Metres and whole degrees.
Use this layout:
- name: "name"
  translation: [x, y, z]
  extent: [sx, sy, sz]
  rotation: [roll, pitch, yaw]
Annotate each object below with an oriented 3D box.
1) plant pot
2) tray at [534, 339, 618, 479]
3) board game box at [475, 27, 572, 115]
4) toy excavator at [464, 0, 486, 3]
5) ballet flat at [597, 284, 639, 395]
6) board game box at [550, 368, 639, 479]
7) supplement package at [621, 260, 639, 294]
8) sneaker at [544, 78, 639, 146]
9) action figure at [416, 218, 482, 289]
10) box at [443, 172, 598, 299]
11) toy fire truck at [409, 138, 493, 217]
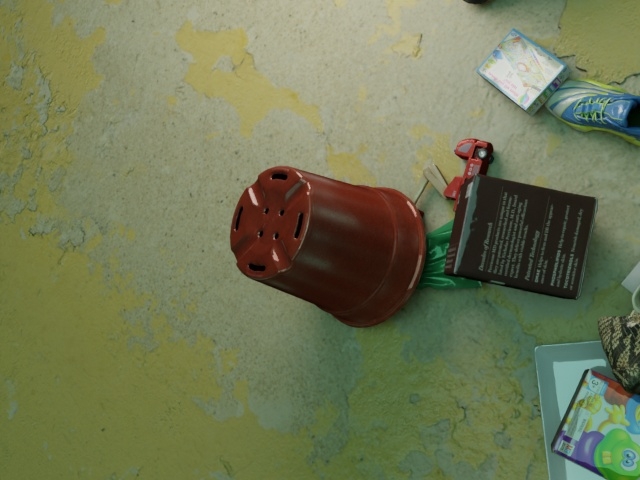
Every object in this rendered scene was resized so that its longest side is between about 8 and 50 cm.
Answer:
- name: "plant pot"
  translation: [0.000, 0.000, 1.473]
  extent: [0.272, 0.265, 0.273]
  rotation: [-17, 65, 41]
- name: "tray"
  translation: [0.446, 0.305, 1.385]
  extent: [0.145, 0.030, 0.271]
  rotation: [-8, 79, 24]
- name: "board game box"
  translation: [0.363, -0.304, 1.486]
  extent: [0.103, 0.026, 0.154]
  rotation: [-48, 47, 12]
- name: "toy excavator"
  translation: [0.379, -0.712, 1.489]
  extent: [0.445, 0.222, 0.433]
  rotation: [-23, 72, 7]
- name: "ballet flat"
  translation: [0.578, 0.034, 1.109]
  extent: [0.483, 0.164, 0.182]
  rotation: [-40, 61, 30]
- name: "board game box"
  translation: [0.510, 0.319, 1.261]
  extent: [0.275, 0.144, 0.142]
  rotation: [25, 88, 17]
- name: "supplement package"
  translation: [0.635, 0.067, 1.244]
  extent: [0.262, 0.145, 0.204]
  rotation: [43, 113, 25]
- name: "sneaker"
  translation: [0.485, -0.227, 1.387]
  extent: [0.240, 0.126, 0.091]
  rotation: [22, 93, 26]
- name: "action figure"
  translation: [0.177, 0.045, 1.535]
  extent: [0.232, 0.063, 0.137]
  rotation: [-16, 78, 25]
- name: "box"
  translation: [0.327, -0.004, 1.377]
  extent: [0.203, 0.168, 0.167]
  rotation: [11, 89, 3]
- name: "toy fire truck"
  translation: [0.233, -0.103, 1.537]
  extent: [0.135, 0.047, 0.192]
  rotation: [16, 90, 28]
